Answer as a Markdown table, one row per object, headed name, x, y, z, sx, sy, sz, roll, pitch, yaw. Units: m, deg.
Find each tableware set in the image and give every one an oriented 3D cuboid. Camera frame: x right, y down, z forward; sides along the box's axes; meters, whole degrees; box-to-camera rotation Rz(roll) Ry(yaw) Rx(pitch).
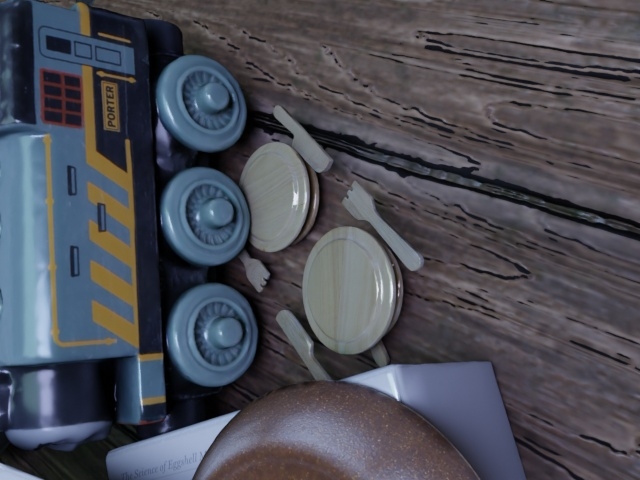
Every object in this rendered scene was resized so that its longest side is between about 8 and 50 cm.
| name | x | y | z | sx | sy | sz | roll | pitch | yaw |
| --- | --- | --- | --- | --- | --- | --- | --- | --- | --- |
| tableware set | 0.000 | 0.000 | 0.498 | 0.194 | 0.039 | 0.128 | 52 | 124 | 35 |

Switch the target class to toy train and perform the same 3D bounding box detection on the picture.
| name | x | y | z | sx | sy | sz | roll | pitch | yaw |
| --- | --- | --- | --- | --- | --- | --- | --- | --- | --- |
| toy train | -0.157 | -0.013 | 0.499 | 0.142 | 0.190 | 0.334 | -12 | 80 | 47 |

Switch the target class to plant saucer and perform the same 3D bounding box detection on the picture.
| name | x | y | z | sx | sy | sz | roll | pitch | yaw |
| --- | --- | --- | --- | --- | --- | --- | --- | --- | --- |
| plant saucer | -0.006 | 0.166 | 0.308 | 0.199 | 0.036 | 0.198 | -6 | 79 | 33 |

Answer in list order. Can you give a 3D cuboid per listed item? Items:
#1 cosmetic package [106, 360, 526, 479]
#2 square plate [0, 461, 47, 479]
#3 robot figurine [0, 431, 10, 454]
| name | x | y | z | sx | sy | sz | roll | pitch | yaw |
| --- | --- | --- | --- | --- | --- | --- | --- | --- | --- |
| cosmetic package | 0.009 | 0.207 | 0.397 | 0.224 | 0.138 | 0.224 | -23 | 71 | 30 |
| square plate | -0.174 | 0.287 | 0.345 | 0.344 | 0.049 | 0.347 | 7 | 97 | 28 |
| robot figurine | -0.351 | 0.100 | 0.612 | 0.200 | 0.300 | 0.353 | 32 | 122 | -11 |
